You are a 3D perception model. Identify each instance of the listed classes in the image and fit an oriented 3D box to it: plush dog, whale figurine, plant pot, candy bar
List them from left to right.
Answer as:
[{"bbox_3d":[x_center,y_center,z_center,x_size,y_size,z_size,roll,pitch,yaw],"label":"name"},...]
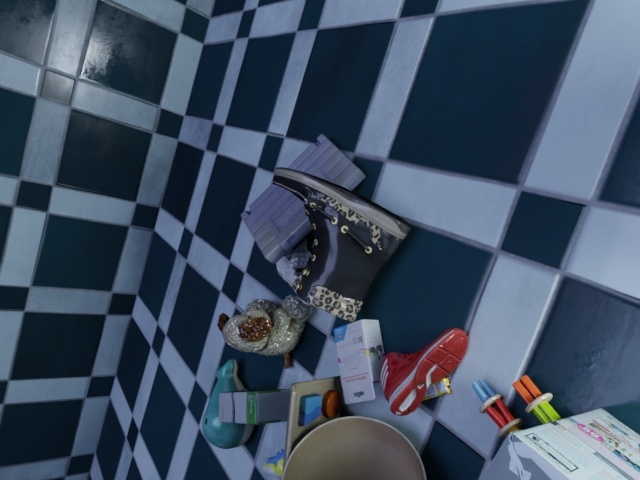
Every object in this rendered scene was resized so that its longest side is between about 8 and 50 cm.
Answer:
[{"bbox_3d":[-0.313,0.528,1.408,0.216,0.141,0.271,-38,54,38],"label":"whale figurine"},{"bbox_3d":[-0.175,0.261,1.241,0.263,0.226,0.210,-14,71,47],"label":"plush dog"},{"bbox_3d":[0.076,0.540,0.887,0.284,0.284,0.190,33,143,48],"label":"plant pot"},{"bbox_3d":[0.212,0.330,0.933,0.161,0.018,0.040,-36,58,38],"label":"candy bar"}]

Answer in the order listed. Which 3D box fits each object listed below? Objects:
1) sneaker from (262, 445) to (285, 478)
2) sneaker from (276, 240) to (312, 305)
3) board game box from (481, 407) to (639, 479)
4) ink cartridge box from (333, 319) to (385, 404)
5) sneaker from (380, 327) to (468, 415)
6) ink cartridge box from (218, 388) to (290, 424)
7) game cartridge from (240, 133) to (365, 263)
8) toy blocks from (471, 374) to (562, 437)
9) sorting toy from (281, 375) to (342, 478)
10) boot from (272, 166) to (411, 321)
[{"bbox_3d":[-0.066,0.578,1.169,0.240,0.091,0.126,-21,45,48],"label":"sneaker"},{"bbox_3d":[-0.066,0.087,1.264,0.118,0.110,0.292,-65,36,32],"label":"sneaker"},{"bbox_3d":[0.373,0.324,0.522,0.224,0.304,0.097,37,110,48],"label":"board game box"},{"bbox_3d":[0.099,0.290,1.041,0.104,0.062,0.181,-30,59,42],"label":"ink cartridge box"},{"bbox_3d":[0.200,0.246,0.917,0.221,0.087,0.128,-48,28,6],"label":"sneaker"},{"bbox_3d":[-0.180,0.477,1.255,0.209,0.153,0.086,-21,65,44],"label":"ink cartridge box"},{"bbox_3d":[-0.058,-0.120,1.248,0.355,0.068,0.230,-43,52,8],"label":"game cartridge"},{"bbox_3d":[0.342,0.289,0.762,0.123,0.054,0.148,-58,44,24],"label":"toy blocks"},{"bbox_3d":[-0.010,0.481,1.008,0.041,0.229,0.306,0,81,33],"label":"sorting toy"},{"bbox_3d":[0.000,0.000,1.082,0.378,0.138,0.284,27,102,17],"label":"boot"}]
